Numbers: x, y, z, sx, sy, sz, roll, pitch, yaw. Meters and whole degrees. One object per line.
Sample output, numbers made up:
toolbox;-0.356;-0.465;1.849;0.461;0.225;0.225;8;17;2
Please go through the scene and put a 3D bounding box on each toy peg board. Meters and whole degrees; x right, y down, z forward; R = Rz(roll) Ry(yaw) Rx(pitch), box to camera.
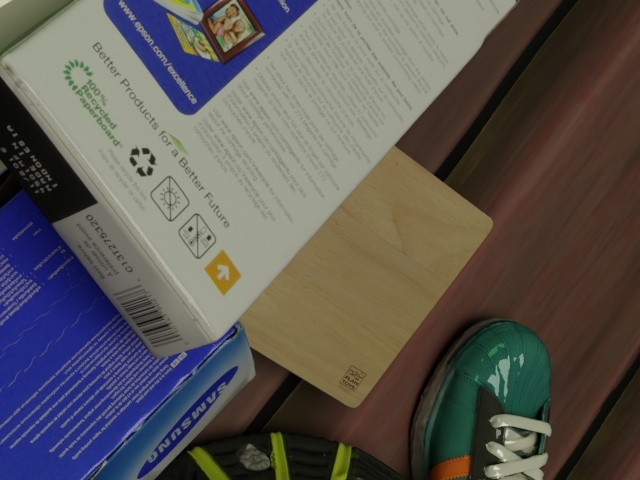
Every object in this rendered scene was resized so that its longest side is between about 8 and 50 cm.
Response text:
toy peg board;0.000;0.000;0.949;0.161;0.079;0.160;34;95;-27

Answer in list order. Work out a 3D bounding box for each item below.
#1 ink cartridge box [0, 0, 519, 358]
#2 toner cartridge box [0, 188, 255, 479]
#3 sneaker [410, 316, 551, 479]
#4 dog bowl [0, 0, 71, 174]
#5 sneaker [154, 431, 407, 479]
ink cartridge box;-0.024;-0.115;0.810;0.175;0.069;0.371;54;50;-15
toner cartridge box;-0.214;0.133;0.777;0.348;0.165;0.075;-44;158;-17
sneaker;0.123;0.209;1.009;0.108;0.121;0.302;15;88;-31
dog bowl;-0.257;-0.144;0.754;0.265;0.104;0.264;-4;98;-30
sneaker;-0.097;0.244;0.901;0.385;0.145;0.147;-18;135;-30
